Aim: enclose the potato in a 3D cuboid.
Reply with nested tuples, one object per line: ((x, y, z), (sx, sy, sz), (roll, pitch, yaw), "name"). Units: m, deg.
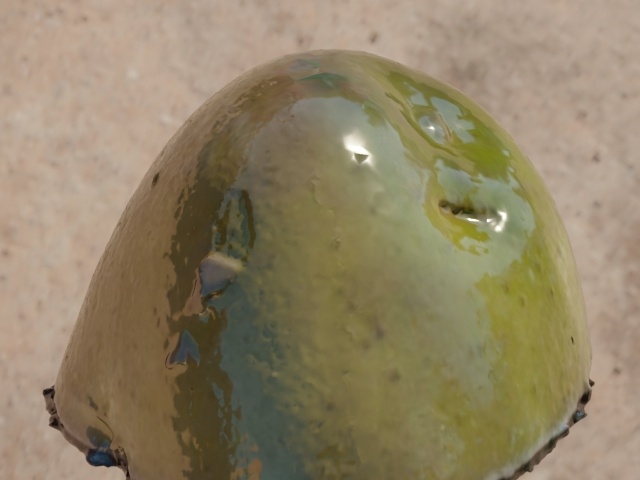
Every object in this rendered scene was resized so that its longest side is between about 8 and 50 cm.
((0.000, 0.000, 0.650), (0.182, 0.117, 0.202), (9, 24, 21), "potato")
